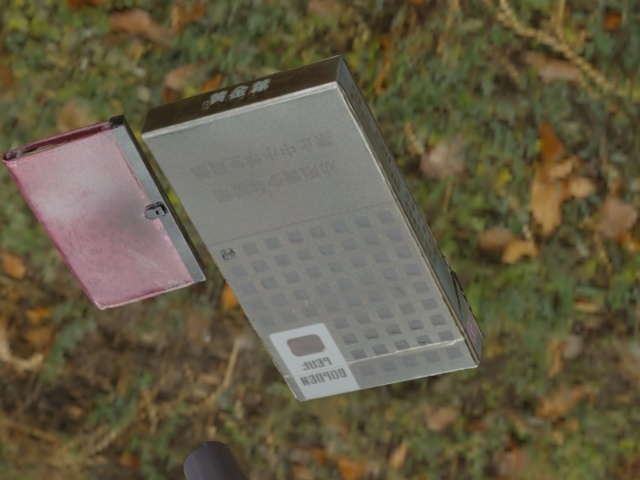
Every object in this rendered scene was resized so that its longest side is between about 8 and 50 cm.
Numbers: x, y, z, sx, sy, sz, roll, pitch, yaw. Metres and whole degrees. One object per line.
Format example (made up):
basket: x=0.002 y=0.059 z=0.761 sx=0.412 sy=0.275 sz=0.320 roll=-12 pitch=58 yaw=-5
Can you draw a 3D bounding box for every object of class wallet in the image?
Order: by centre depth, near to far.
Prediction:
wallet: x=-0.198 y=-0.021 z=1.628 sx=0.119 sy=0.025 sz=0.232 roll=-16 pitch=139 yaw=8

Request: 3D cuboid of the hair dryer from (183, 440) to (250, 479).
hair dryer: x=0.035 y=0.334 z=1.950 sx=0.361 sy=0.301 sz=0.121 roll=-3 pitch=126 yaw=-23

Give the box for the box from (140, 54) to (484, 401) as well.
box: x=-0.001 y=0.001 z=1.478 sx=0.180 sy=0.047 sz=0.325 roll=-13 pitch=128 yaw=21
